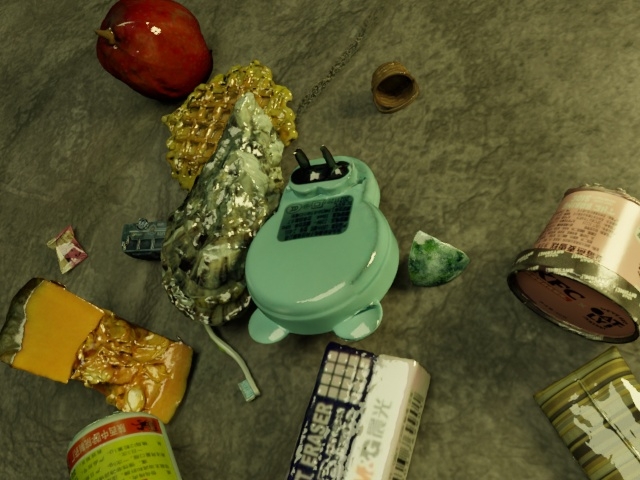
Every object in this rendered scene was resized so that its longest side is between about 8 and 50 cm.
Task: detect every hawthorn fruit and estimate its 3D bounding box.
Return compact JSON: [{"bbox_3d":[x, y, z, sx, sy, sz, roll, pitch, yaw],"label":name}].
[{"bbox_3d":[-0.320,-0.350,1.257,0.189,0.251,0.190,2,94,36],"label":"hawthorn fruit"}]

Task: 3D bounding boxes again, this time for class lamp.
[{"bbox_3d":[0.004,0.006,0.944,0.209,0.147,0.284,-5,69,21],"label":"lamp"}]

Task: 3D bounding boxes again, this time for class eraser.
[{"bbox_3d":[0.034,0.278,0.832,0.130,0.086,0.287,6,70,30],"label":"eraser"}]

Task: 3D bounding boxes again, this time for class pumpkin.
[{"bbox_3d":[-0.350,0.157,1.034,0.280,0.190,0.139,12,72,31],"label":"pumpkin"}]

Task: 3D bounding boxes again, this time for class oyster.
[{"bbox_3d":[-0.141,-0.048,1.041,0.158,0.162,0.351,-177,101,-75],"label":"oyster"}]

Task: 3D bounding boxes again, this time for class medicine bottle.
[{"bbox_3d":[-0.246,0.354,0.913,0.139,0.139,0.225,-36,55,8],"label":"medicine bottle"}]

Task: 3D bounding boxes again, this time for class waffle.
[{"bbox_3d":[-0.161,-0.192,1.192,0.254,0.052,0.245,-35,56,8],"label":"waffle"}]

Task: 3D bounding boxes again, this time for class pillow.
[{"bbox_3d":[0.328,0.222,0.733,0.113,0.038,0.203,-35,55,8],"label":"pillow"}]

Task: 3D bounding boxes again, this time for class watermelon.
[{"bbox_3d":[0.156,0.022,0.929,0.085,0.085,0.061,-31,26,12],"label":"watermelon"}]

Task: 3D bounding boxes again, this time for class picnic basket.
[{"bbox_3d":[0.114,-0.224,1.048,0.072,0.072,0.083,-27,44,14],"label":"picnic basket"}]

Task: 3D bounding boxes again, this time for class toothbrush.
[{"bbox_3d":[-0.158,0.137,1.046,0.026,0.022,0.263,-34,54,-5],"label":"toothbrush"}]

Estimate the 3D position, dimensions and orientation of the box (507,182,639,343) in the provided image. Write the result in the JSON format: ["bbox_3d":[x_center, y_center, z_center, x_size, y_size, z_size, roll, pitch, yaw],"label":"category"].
[{"bbox_3d":[0.309,0.022,0.781,0.151,0.151,0.135,20,68,34],"label":"box"}]

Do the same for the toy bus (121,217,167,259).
[{"bbox_3d":[-0.258,-0.003,1.153,0.165,0.047,0.065,-3,69,26],"label":"toy bus"}]

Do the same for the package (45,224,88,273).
[{"bbox_3d":[-0.467,0.016,1.267,0.059,0.029,0.083,-38,65,-2],"label":"package"}]
